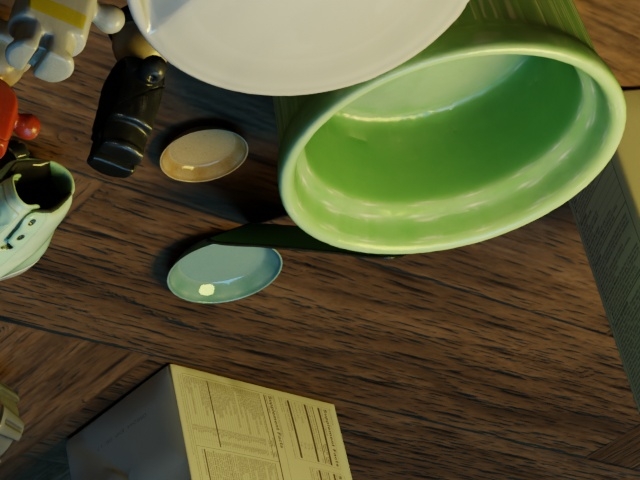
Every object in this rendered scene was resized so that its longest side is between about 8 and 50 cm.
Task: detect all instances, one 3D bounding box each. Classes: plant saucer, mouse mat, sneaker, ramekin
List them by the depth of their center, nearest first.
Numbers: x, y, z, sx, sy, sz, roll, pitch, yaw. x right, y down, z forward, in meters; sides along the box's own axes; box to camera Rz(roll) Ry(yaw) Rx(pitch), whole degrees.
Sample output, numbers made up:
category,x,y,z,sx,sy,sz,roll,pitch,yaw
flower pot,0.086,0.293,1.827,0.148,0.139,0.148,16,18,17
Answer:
category,x,y,z,sx,sy,sz,roll,pitch,yaw
ramekin,-0.020,-0.243,1.441,0.273,0.127,0.273,-8,143,-6
ramekin,0.099,-0.130,1.672,0.303,0.148,0.303,-10,149,-6
sneaker,-0.330,0.000,1.704,0.256,0.094,0.151,-31,168,-42
plant saucer,-0.109,-0.084,1.795,0.083,0.015,0.083,-10,149,-6
mouse mat,0.000,0.000,1.842,0.190,0.007,0.152,6,-171,16
plant saucer,-0.099,0.025,1.969,0.119,0.021,0.119,-10,150,-6

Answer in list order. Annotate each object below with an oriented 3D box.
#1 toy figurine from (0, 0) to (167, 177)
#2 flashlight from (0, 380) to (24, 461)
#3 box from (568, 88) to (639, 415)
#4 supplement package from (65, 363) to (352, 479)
category,x,y,z,sx,sy,sz,roll,pitch,yaw
toy figurine,-0.230,-0.154,1.485,0.213,0.148,0.209,-3,148,22
flashlight,-0.423,0.143,1.957,0.103,0.103,0.304,-22,149,16
box,0.339,0.016,1.844,0.121,0.311,0.148,-5,149,-14
supplement package,-0.120,0.295,2.229,0.263,0.198,0.199,18,137,-41
